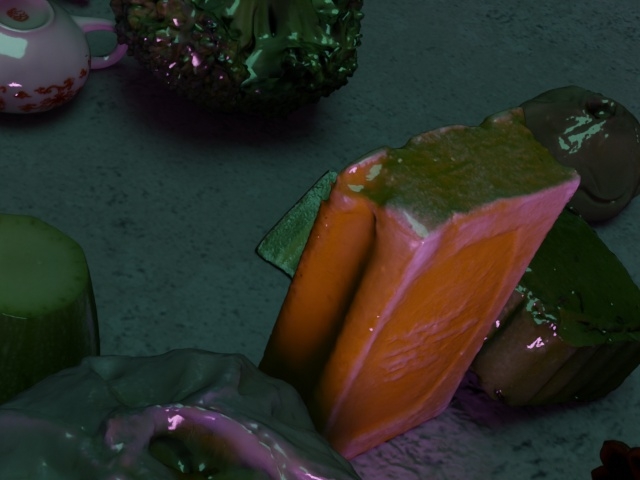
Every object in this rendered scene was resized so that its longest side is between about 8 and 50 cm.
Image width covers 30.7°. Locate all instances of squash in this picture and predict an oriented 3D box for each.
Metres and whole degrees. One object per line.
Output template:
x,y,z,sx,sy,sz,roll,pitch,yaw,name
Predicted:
-0.254,0.062,0.948,0.170,0.122,0.170,15,38,-12,squash

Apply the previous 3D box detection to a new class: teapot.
-0.306,-0.198,1.200,0.246,0.116,0.159,-5,38,-34,teapot

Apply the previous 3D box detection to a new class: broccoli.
-0.089,-0.251,1.247,0.235,0.259,0.288,-15,17,21,broccoli

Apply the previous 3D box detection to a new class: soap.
0.066,0.051,0.940,0.199,0.315,0.091,-20,58,-38,soap

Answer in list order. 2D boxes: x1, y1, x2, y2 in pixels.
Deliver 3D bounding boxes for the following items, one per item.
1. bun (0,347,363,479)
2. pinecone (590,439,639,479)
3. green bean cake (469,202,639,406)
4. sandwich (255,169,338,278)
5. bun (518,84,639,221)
-0.114,0.210,0.797,0.355,0.194,0.354,12,42,-11,bun
0.255,0.272,0.866,0.292,0.246,0.246,-29,62,-23,pinecone
0.205,0.051,1.118,0.214,0.113,0.200,2,47,-42,green bean cake
0.000,0.000,1.187,0.074,0.074,0.116,40,78,17,sandwich
0.300,-0.110,1.339,0.173,0.113,0.166,-15,55,-30,bun
